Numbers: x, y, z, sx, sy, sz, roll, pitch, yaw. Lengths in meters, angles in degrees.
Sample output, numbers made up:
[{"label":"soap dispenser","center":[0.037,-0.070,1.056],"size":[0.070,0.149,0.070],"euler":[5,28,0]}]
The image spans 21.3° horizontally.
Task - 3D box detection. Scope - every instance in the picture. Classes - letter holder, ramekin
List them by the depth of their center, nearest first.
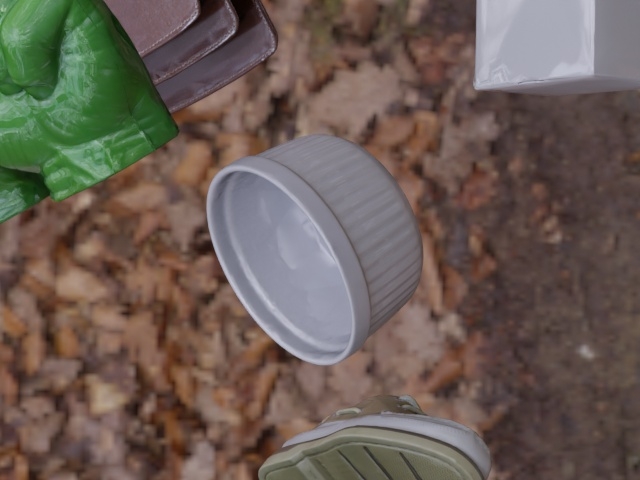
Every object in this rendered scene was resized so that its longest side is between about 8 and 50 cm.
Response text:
[{"label":"ramekin","center":[0.000,0.000,1.564],"size":[0.207,0.109,0.207],"euler":[36,143,33]},{"label":"letter holder","center":[-0.230,-0.225,1.928],"size":[0.302,0.152,0.214],"euler":[-22,103,26]}]

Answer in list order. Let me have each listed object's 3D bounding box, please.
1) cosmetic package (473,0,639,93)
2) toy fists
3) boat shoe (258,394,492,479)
[{"label":"cosmetic package","center":[0.291,-0.353,1.941],"size":[0.197,0.155,0.365],"euler":[3,92,51]},{"label":"toy fists","center":[-0.204,-0.085,1.044],"size":[0.279,0.096,0.142],"euler":[-17,106,55]},{"label":"boat shoe","center":[0.058,0.189,1.546],"size":[0.302,0.103,0.113],"euler":[-13,117,55]}]
